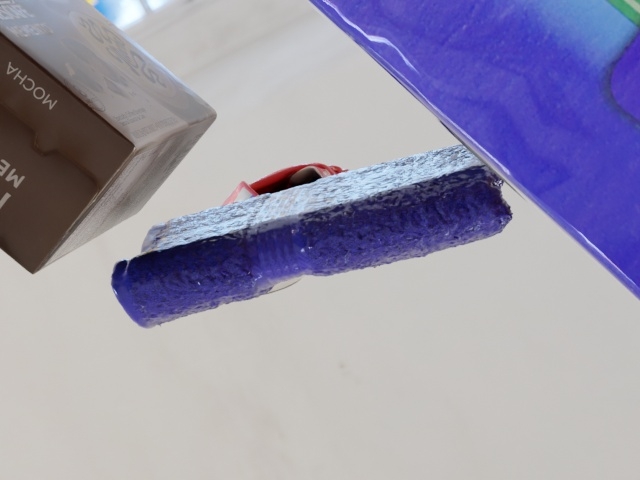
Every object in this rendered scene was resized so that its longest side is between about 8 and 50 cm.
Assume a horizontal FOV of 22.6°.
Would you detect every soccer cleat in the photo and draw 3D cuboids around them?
[{"bbox_3d":[0.012,-0.033,1.655,0.318,0.116,0.108,-17,-128,-45],"label":"soccer cleat"}]

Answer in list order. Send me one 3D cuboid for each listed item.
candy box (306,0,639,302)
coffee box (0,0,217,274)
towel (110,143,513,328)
[{"bbox_3d":[0.118,-0.135,0.429,0.317,0.268,0.122,44,-168,19],"label":"candy box"},{"bbox_3d":[-0.200,-0.093,1.194,0.168,0.119,0.297,41,-168,0],"label":"coffee box"},{"bbox_3d":[0.000,0.000,1.278,0.227,0.308,0.076,-70,-35,-78],"label":"towel"}]
